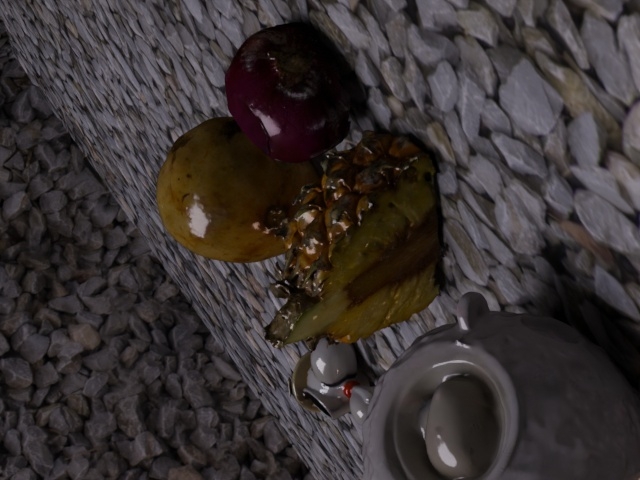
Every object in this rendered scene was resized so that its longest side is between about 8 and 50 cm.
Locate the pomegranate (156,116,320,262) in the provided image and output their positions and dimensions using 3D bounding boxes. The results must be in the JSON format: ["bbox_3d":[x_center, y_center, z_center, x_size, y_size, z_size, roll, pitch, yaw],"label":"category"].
[{"bbox_3d":[-0.132,-0.077,1.879,0.260,0.260,0.260,50,163,22],"label":"pomegranate"}]

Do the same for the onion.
[{"bbox_3d":[-0.050,-0.181,1.623,0.195,0.140,0.218,55,161,18],"label":"onion"}]

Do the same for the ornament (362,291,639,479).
[{"bbox_3d":[0.219,0.250,1.363,0.337,0.337,0.337,50,163,22],"label":"ornament"}]

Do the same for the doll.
[{"bbox_3d":[0.051,0.310,2.280,0.271,0.144,0.208,54,155,27],"label":"doll"}]

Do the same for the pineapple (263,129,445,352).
[{"bbox_3d":[-0.003,0.002,1.598,0.209,0.286,0.344,46,160,33],"label":"pineapple"}]
